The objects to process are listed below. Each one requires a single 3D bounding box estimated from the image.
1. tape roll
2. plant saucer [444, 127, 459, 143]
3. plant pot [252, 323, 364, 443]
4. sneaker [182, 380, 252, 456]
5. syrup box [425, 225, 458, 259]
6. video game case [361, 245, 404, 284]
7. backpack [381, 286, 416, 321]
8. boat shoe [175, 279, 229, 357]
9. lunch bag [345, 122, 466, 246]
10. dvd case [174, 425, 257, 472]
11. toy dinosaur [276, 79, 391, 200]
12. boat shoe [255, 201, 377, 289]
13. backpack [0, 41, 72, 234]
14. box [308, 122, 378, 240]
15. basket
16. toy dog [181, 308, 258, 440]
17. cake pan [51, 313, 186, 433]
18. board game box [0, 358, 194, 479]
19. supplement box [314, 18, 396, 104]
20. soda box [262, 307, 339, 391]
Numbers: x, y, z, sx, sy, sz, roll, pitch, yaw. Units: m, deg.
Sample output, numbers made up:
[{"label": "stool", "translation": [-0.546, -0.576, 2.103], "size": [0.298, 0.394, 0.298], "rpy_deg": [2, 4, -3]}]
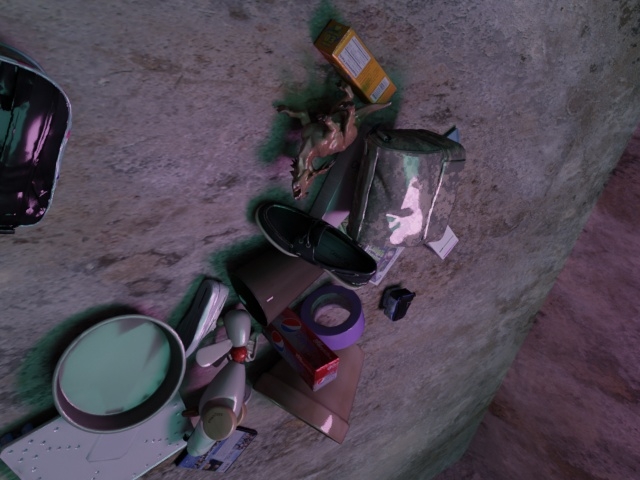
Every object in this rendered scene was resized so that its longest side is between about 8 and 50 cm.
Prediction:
[{"label": "tape roll", "translation": [0.038, 0.234, 1.531], "size": [0.189, 0.189, 0.080], "rpy_deg": [-35, 138, -19]}, {"label": "plant saucer", "translation": [0.369, -0.281, 1.585], "size": [0.192, 0.018, 0.067], "rpy_deg": [-39, 139, -14]}, {"label": "plant pot", "translation": [-0.005, 0.433, 1.585], "size": [0.280, 0.323, 0.323], "rpy_deg": [-57, 143, -18]}, {"label": "sneaker", "translation": [-0.305, 0.517, 1.474], "size": [0.151, 0.094, 0.256], "rpy_deg": [-56, 173, 28]}, {"label": "syrup box", "translation": [0.383, -0.031, 1.731], "size": [0.096, 0.093, 0.237], "rpy_deg": [-51, 141, -1]}, {"label": "video game case", "translation": [0.190, 0.055, 1.670], "size": [0.173, 0.022, 0.190], "rpy_deg": [-55, 141, 5]}, {"label": "backpack", "translation": [0.280, 0.233, 1.843], "size": [0.105, 0.084, 0.114], "rpy_deg": [-7, 121, -41]}, {"label": "boat shoe", "translation": [-0.297, 0.208, 1.274], "size": [0.075, 0.083, 0.226], "rpy_deg": [19, 105, -48]}, {"label": "lunch bag", "translation": [0.201, -0.138, 1.293], "size": [0.256, 0.212, 0.305], "rpy_deg": [-13, 126, -38]}, {"label": "dvd case", "translation": [-0.336, 0.682, 1.652], "size": [0.180, 0.022, 0.253], "rpy_deg": [-50, 141, -3]}, {"label": "toy dinosaur", "translation": [0.025, -0.241, 1.182], "size": [0.295, 0.127, 0.200], "rpy_deg": [-29, 137, -12]}, {"label": "boat shoe", "translation": [-0.001, 0.004, 1.244], "size": [0.340, 0.113, 0.127], "rpy_deg": [39, 62, -10]}, {"label": "backpack", "translation": [-0.491, -0.161, 0.718], "size": [0.225, 0.191, 0.254], "rpy_deg": [5, 123, -48]}, {"label": "box", "translation": [0.112, -0.152, 1.407], "size": [0.232, 0.058, 0.322], "rpy_deg": [9, 113, -47]}, {"label": "basket", "translation": [-0.102, 0.091, 1.323], "size": [0.227, 0.154, 0.204], "rpy_deg": [-38, 151, -22]}, {"label": "toy dog", "translation": [-0.277, 0.358, 1.336], "size": [0.160, 0.334, 0.220], "rpy_deg": [4, 149, 4]}, {"label": "cake pan", "translation": [-0.461, 0.301, 1.158], "size": [0.293, 0.054, 0.293], "rpy_deg": [-11, 111, -33]}, {"label": "board game box", "translation": [-0.545, 0.513, 1.300], "size": [0.390, 0.050, 0.390], "rpy_deg": [-29, 135, -26]}, {"label": "supplement box", "translation": [0.086, -0.405, 1.172], "size": [0.080, 0.078, 0.233], "rpy_deg": [-50, 140, 4]}, {"label": "soda box", "translation": [-0.062, 0.298, 1.425], "size": [0.083, 0.263, 0.092], "rpy_deg": [-21, 133, -33]}]
